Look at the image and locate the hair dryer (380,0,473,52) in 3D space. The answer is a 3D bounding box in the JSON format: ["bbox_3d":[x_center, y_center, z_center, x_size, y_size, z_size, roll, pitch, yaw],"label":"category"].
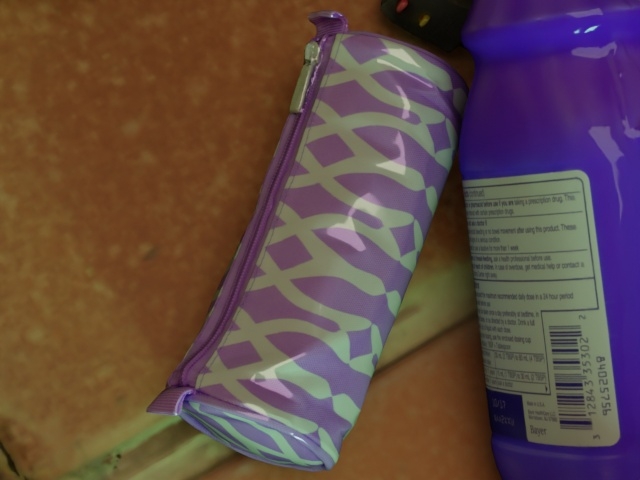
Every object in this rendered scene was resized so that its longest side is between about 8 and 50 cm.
[{"bbox_3d":[0.197,-0.129,0.872,0.293,0.080,0.224,34,70,-1],"label":"hair dryer"}]

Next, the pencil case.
[{"bbox_3d":[0.000,0.000,0.789,0.088,0.086,0.206,35,65,-37],"label":"pencil case"}]

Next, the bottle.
[{"bbox_3d":[0.115,-0.025,0.771,0.092,0.118,0.283,-9,93,-27],"label":"bottle"}]
